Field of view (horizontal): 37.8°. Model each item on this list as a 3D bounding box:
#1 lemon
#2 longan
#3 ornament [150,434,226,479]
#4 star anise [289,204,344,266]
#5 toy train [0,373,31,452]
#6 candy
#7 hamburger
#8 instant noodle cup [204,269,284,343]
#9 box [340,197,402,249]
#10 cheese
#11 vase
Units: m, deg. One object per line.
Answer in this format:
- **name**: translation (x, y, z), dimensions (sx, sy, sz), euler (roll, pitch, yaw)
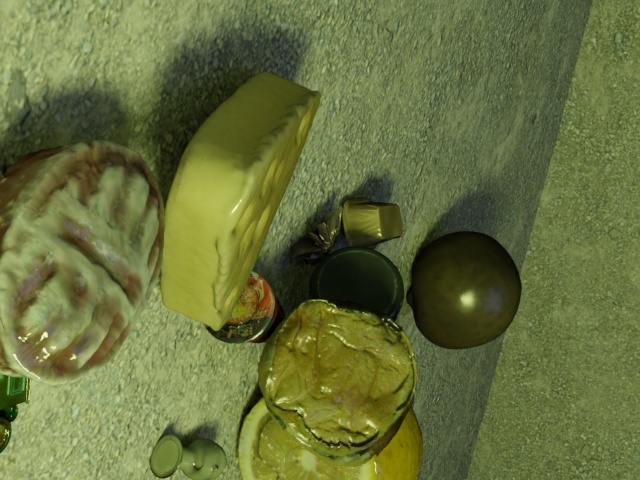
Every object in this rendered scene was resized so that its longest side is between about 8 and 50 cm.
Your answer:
- **lemon**: translation (0.042, 0.404, 1.804), dimensions (0.364, 0.364, 0.364), euler (-43, 145, -41)
- **longan**: translation (0.347, 0.123, 2.256), dimensions (0.297, 0.297, 0.297), euler (-43, 145, -41)
- **ornament**: translation (-0.216, 0.372, 1.583), dimensions (0.156, 0.081, 0.075), euler (33, 76, -59)
- **star anise**: translation (0.005, -0.009, 1.724), dimensions (0.129, 0.056, 0.124), euler (-54, 157, 6)
- **toy train**: translation (-0.424, 0.182, 1.030), dimensions (0.225, 0.090, 0.137), euler (-11, 112, -60)
- **candy**: translation (-0.292, 0.022, 1.049), dimensions (0.214, 0.157, 0.290), euler (54, 47, -42)
- **hamburger**: translation (0.029, 0.229, 1.554), dimensions (0.265, 0.285, 0.134), euler (-53, -171, -22)
- **instant noodle cup**: translation (-0.118, 0.118, 1.539), dimensions (0.127, 0.127, 0.136), euler (-64, 162, -7)
- **box**: translation (0.095, -0.031, 1.848), dimensions (0.177, 0.111, 0.111), euler (-9, 118, -65)
- **cheese**: translation (-0.122, -0.063, 1.263), dimensions (0.384, 0.104, 0.384), euler (23, 90, -87)
- **vase**: translation (0.063, 0.153, 1.820), dimensions (0.173, 0.173, 0.321), euler (-56, 166, -23)
